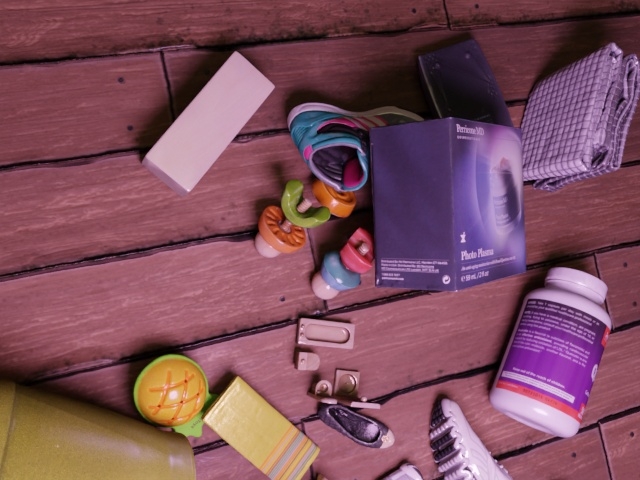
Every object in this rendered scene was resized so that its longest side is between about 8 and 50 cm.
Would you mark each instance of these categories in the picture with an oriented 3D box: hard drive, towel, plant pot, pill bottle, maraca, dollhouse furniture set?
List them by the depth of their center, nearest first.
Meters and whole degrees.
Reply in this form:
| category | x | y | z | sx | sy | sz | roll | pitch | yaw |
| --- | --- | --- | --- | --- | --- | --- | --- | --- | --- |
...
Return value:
| category | x | y | z | sx | sy | sz | roll | pitch | yaw |
| --- | --- | --- | --- | --- | --- | --- | --- | --- | --- |
| plant pot | -0.390 | 0.398 | 0.911 | 0.352 | 0.366 | 0.367 | 14 | 79 | -27 |
| maraca | -0.253 | 0.281 | 1.076 | 0.127 | 0.099 | 0.186 | -43 | 122 | -15 |
| towel | -0.107 | 0.362 | 1.121 | 0.237 | 0.021 | 0.102 | 47 | 69 | -19 |
| dollhouse furniture set | 0.031 | 0.231 | 1.149 | 0.143 | 0.123 | 0.151 | 9 | 81 | -16 |
| pill bottle | 0.487 | 0.227 | 1.257 | 0.181 | 0.181 | 0.323 | 28 | 76 | -12 |
| towel | 0.558 | -0.252 | 1.314 | 0.121 | 0.235 | 0.284 | 21 | 78 | -19 |
| hard drive | 0.321 | -0.306 | 1.341 | 0.171 | 0.054 | 0.255 | -23 | 90 | -18 |

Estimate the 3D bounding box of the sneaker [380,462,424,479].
| category | x | y | z | sx | sy | sz | roll | pitch | yaw |
| --- | --- | --- | --- | --- | --- | --- | --- | --- | --- |
| sneaker | 0.169 | 0.567 | 1.178 | 0.132 | 0.086 | 0.229 | -21 | 79 | -13 |

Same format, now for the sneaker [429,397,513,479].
| category | x | y | z | sx | sy | sz | roll | pitch | yaw |
| --- | --- | --- | --- | --- | --- | --- | --- | --- | --- |
| sneaker | 0.306 | 0.454 | 1.190 | 0.118 | 0.110 | 0.292 | -9 | 66 | -21 |

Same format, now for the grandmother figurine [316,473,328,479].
| category | x | y | z | sx | sy | sz | roll | pitch | yaw |
| --- | --- | --- | --- | --- | --- | --- | --- | --- | --- |
| grandmother figurine | -0.089 | 0.583 | 1.082 | 0.342 | 0.104 | 0.208 | -42 | 94 | -19 |

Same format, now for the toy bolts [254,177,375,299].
| category | x | y | z | sx | sy | sz | roll | pitch | yaw |
| --- | --- | --- | --- | --- | --- | --- | --- | --- | --- |
| toy bolts | 0.000 | 0.000 | 1.192 | 0.228 | 0.158 | 0.218 | 46 | 32 | 3 |

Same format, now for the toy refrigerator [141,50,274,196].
| category | x | y | z | sx | sy | sz | roll | pitch | yaw |
| --- | --- | --- | --- | --- | --- | --- | --- | --- | --- |
| toy refrigerator | -0.215 | -0.220 | 1.152 | 0.102 | 0.094 | 0.270 | 39 | 75 | -16 |

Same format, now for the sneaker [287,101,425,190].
| category | x | y | z | sx | sy | sz | roll | pitch | yaw |
| --- | --- | --- | --- | --- | --- | --- | --- | --- | --- |
| sneaker | 0.089 | -0.180 | 1.183 | 0.295 | 0.124 | 0.179 | 0 | 51 | -13 |

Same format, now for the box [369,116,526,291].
| category | x | y | z | sx | sy | sz | roll | pitch | yaw |
| --- | --- | --- | --- | --- | --- | --- | --- | --- | --- |
| box | 0.249 | -0.069 | 1.140 | 0.296 | 0.182 | 0.294 | -7 | 95 | -49 |

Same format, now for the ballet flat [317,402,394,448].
| category | x | y | z | sx | sy | sz | roll | pitch | yaw |
| --- | --- | --- | --- | --- | --- | --- | --- | --- | --- |
| ballet flat | 0.071 | 0.367 | 1.183 | 0.173 | 0.049 | 0.058 | 27 | 77 | -12 |
